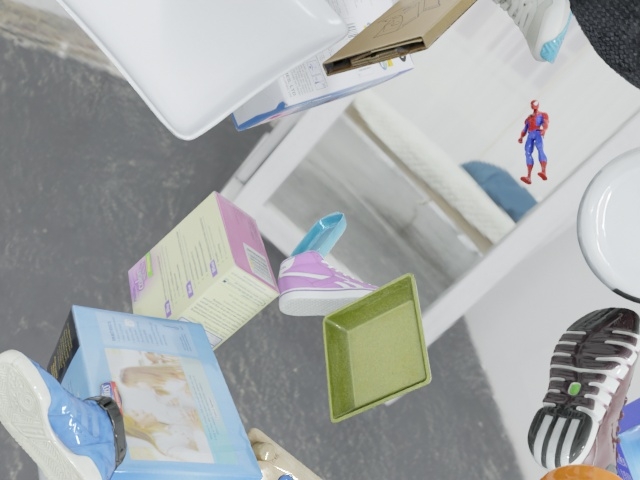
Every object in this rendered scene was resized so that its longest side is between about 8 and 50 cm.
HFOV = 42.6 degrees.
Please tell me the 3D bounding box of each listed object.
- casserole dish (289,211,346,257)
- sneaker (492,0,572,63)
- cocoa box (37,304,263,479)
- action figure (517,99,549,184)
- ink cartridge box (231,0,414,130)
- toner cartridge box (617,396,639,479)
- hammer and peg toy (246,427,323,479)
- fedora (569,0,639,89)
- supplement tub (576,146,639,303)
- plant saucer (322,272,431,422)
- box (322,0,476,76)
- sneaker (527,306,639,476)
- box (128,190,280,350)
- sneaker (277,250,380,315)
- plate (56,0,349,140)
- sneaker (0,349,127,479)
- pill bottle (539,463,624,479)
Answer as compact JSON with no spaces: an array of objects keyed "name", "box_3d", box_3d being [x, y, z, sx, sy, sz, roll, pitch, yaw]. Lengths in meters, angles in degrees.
[{"name":"casserole dish","box_3d":[0.000,0.000,2.059,0.037,0.114,0.188,54,51,-20]},{"name":"sneaker","box_3d":[0.271,-0.312,1.067,0.092,0.087,0.229,8,48,-4]},{"name":"cocoa box","box_3d":[-0.270,0.294,1.207,0.231,0.228,0.347,13,26,-31]},{"name":"action figure","box_3d":[0.270,-0.128,1.034,0.030,0.038,0.115,31,56,-36]},{"name":"ink cartridge box","box_3d":[-0.006,-0.373,1.406,0.395,0.151,0.270,-26,99,-40]},{"name":"toner cartridge box","box_3d":[0.603,0.432,1.385,0.165,0.075,0.348,-25,99,-9]},{"name":"hammer and peg toy","box_3d":[-0.147,0.512,1.641,0.361,0.127,0.266,43,62,-14]},{"name":"fedora","box_3d":[0.331,-0.211,0.686,0.333,0.152,0.334,12,57,-19]},{"name":"supplement tub","box_3d":[0.442,-0.012,1.074,0.194,0.193,0.316,57,15,14]},{"name":"plant saucer","box_3d":[0.092,0.170,1.264,0.045,0.188,0.189,30,42,-40]},{"name":"box","box_3d":[0.114,-0.275,1.026,0.201,0.164,0.021,-48,119,-35]},{"name":"sneaker","box_3d":[0.371,0.232,1.115,0.281,0.106,0.163,-49,127,-32]},{"name":"box","box_3d":[-0.217,0.076,1.484,0.117,0.243,0.214,37,19,-39]},{"name":"sneaker","box_3d":[0.042,0.092,1.887,0.281,0.102,0.161,8,48,-14]},{"name":"plate","box_3d":[-0.146,-0.264,0.896,0.277,0.045,0.278,48,56,1]},{"name":"sneaker","box_3d":[-0.230,0.153,0.739,0.152,0.058,0.084,59,24,-9]},{"name":"pill bottle","box_3d":[0.176,0.268,0.572,0.130,0.130,0.246,44,33,-2]}]
